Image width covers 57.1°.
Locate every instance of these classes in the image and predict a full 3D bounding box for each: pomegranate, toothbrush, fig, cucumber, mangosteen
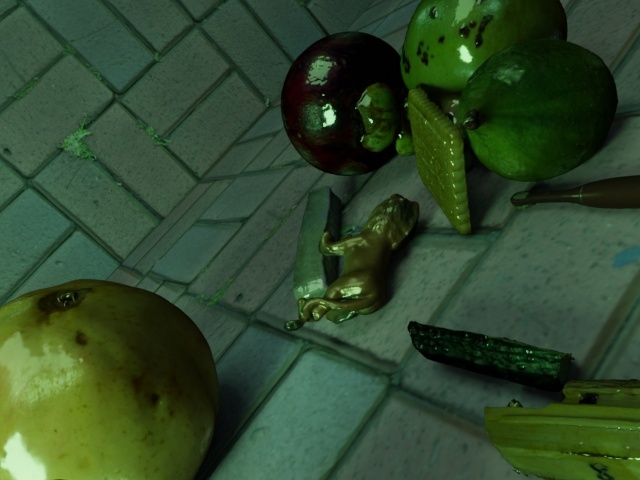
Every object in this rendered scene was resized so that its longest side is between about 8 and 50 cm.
[{"bbox_3d":[-0.346,0.262,0.893,0.411,0.411,0.411,-36,23,18],"label":"pomegranate"},{"bbox_3d":[0.361,-0.055,0.679,0.041,0.041,0.364,-51,23,-19],"label":"toothbrush"},{"bbox_3d":[0.262,-0.184,0.791,0.203,0.235,0.203,-4,85,48],"label":"fig"},{"bbox_3d":[0.252,-0.307,1.024,0.323,0.291,0.291,-51,22,-2],"label":"pomegranate"},{"bbox_3d":[0.185,0.121,0.632,0.220,0.070,0.046,4,89,60],"label":"cucumber"},{"bbox_3d":[0.087,-0.290,1.244,0.360,0.306,0.306,2,48,47],"label":"mangosteen"}]

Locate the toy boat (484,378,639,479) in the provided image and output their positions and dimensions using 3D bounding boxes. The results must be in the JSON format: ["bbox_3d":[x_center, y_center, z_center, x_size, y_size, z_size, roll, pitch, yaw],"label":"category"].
[{"bbox_3d":[0.234,0.155,0.481,0.226,0.068,0.088,-17,28,53],"label":"toy boat"}]

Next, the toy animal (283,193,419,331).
[{"bbox_3d":[0.071,0.034,0.945,0.158,0.097,0.312,-18,34,35],"label":"toy animal"}]

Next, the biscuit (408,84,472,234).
[{"bbox_3d":[0.183,-0.135,0.939,0.029,0.172,0.254,-14,29,1],"label":"biscuit"}]

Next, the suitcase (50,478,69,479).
[{"bbox_3d":[-0.125,0.330,0.458,0.236,0.297,0.161,-3,53,59],"label":"suitcase"}]

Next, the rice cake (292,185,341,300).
[{"bbox_3d":[0.000,0.001,1.160,0.070,0.064,0.399,-25,27,18],"label":"rice cake"}]
